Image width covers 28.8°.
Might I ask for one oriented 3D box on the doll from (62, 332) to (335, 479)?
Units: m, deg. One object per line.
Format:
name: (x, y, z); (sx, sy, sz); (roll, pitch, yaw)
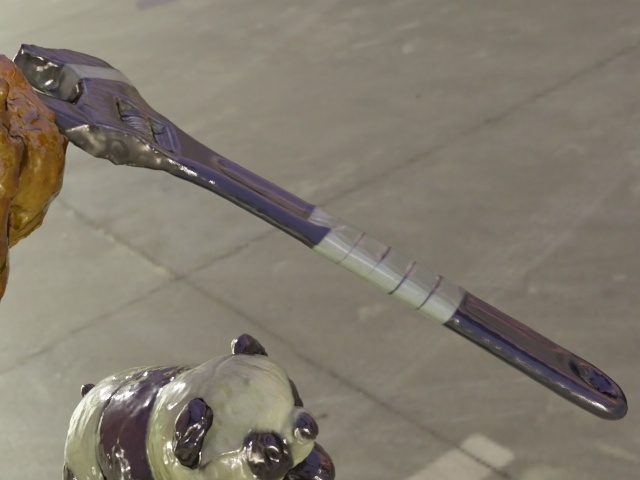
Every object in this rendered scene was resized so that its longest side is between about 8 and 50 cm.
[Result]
doll: (-0.089, 0.147, 0.834); (0.143, 0.135, 0.234); (-35, 10, -34)

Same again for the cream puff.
cream puff: (-0.142, -0.022, 0.452); (0.094, 0.116, 0.122); (8, 3, -8)

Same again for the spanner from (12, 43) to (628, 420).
spanner: (0.000, 0.000, 0.548); (0.315, 0.024, 0.087); (30, 14, -3)
